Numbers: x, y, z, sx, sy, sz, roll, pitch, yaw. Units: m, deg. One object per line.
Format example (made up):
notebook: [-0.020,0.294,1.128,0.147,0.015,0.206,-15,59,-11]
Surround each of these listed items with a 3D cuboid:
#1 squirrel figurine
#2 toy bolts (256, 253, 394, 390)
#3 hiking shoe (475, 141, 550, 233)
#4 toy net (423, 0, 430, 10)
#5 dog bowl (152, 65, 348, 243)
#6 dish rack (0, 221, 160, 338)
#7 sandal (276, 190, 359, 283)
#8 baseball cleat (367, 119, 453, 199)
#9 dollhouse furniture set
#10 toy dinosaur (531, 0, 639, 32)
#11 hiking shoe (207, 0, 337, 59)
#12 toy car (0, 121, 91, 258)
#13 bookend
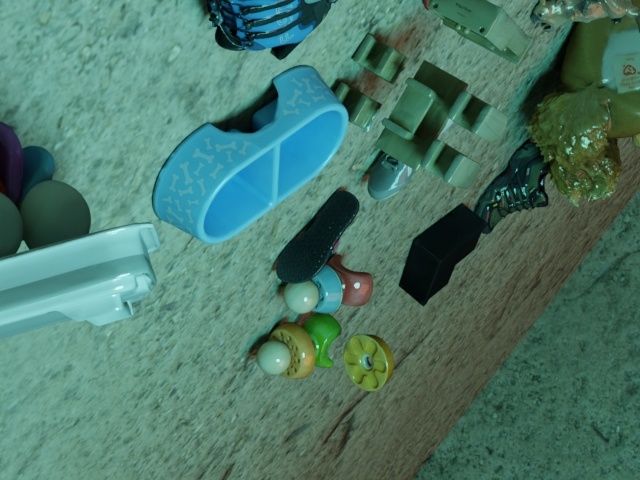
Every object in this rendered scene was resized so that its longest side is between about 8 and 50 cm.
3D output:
squirrel figurine: [0.573,-0.273,2.202,0.397,0.281,0.370,-47,169,4]
toy bolts: [0.006,0.155,1.879,0.158,0.218,0.228,-15,122,-45]
hiking shoe: [0.419,-0.093,2.332,0.227,0.114,0.086,-57,156,17]
toy net: [0.213,-0.357,1.616,0.122,0.045,0.232,-48,158,-3]
dog bowl: [-0.080,-0.106,1.434,0.297,0.074,0.166,-38,155,-27]
dish rack: [-0.302,0.068,1.010,0.333,0.072,0.285,-17,176,-8]
sandal: [0.000,0.000,1.771,0.179,0.067,0.040,-51,169,-4]
baseball cleat: [0.133,-0.163,1.772,0.206,0.072,0.109,-52,144,-5]
dollhouse furniture set: [0.174,-0.216,1.546,0.242,0.212,0.161,-60,157,8]
toy dinosaur: [0.509,-0.468,1.917,0.200,0.127,0.296,35,77,-32]
hiking shoe: [-0.073,-0.254,1.155,0.132,0.113,0.304,-57,157,16]
toy car: [-0.317,-0.044,1.036,0.182,0.159,0.136,-11,98,-52]
bookend: [0.252,0.029,2.272,0.157,0.072,0.156,-36,155,-31]
